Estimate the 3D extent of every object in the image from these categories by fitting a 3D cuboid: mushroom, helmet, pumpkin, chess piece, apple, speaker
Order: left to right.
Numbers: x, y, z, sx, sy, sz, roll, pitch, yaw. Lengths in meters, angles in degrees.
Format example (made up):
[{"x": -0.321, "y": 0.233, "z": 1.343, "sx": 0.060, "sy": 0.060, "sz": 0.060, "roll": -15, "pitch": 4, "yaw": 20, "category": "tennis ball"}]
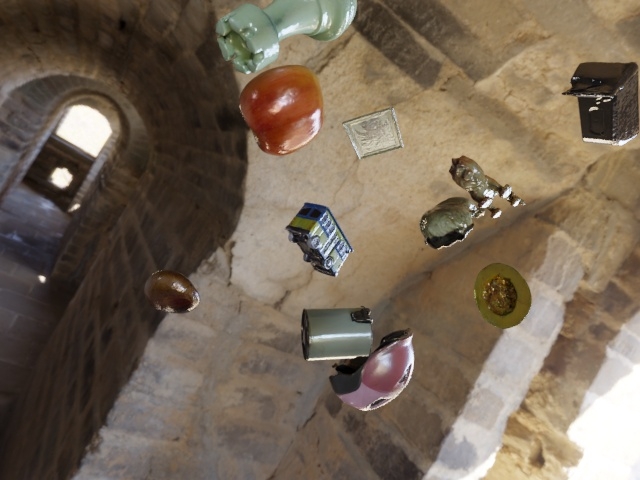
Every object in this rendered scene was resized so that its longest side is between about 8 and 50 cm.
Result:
[{"x": -0.311, "y": 0.114, "z": 0.892, "sx": 0.123, "sy": 0.123, "sz": 0.052, "roll": 31, "pitch": 40, "yaw": -11, "category": "mushroom"}, {"x": -0.078, "y": -0.484, "z": 0.926, "sx": 0.195, "sy": 0.299, "sz": 0.194, "roll": 34, "pitch": -28, "yaw": 21, "category": "chess piece"}, {"x": -0.099, "y": -0.378, "z": 1.236, "sx": 0.242, "sy": 0.241, "sz": 0.242, "roll": 63, "pitch": -1, "yaw": 3, "category": "apple"}, {"x": 0.149, "y": 0.349, "z": 1.116, "sx": 0.154, "sy": 0.254, "sz": 0.198, "roll": 68, "pitch": 18, "yaw": 7, "category": "helmet"}, {"x": 0.473, "y": -0.084, "z": 1.550, "sx": 0.130, "sy": 0.248, "sz": 0.344, "roll": 58, "pitch": 36, "yaw": -2, "category": "mushroom"}, {"x": 0.627, "y": 0.181, "z": 1.436, "sx": 0.110, "sy": 0.217, "sz": 0.217, "roll": -2, "pitch": 20, "yaw": -37, "category": "pumpkin"}, {"x": 0.953, "y": -0.438, "z": 1.456, "sx": 0.180, "sy": 0.184, "sz": 0.388, "roll": 23, "pitch": -12, "yaw": 43, "category": "speaker"}]

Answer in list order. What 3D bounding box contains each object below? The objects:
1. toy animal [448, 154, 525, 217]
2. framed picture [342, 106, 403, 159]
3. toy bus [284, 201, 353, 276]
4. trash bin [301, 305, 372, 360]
[{"x": 0.458, "y": -0.155, "z": 1.202, "sx": 0.312, "sy": 0.097, "sz": 0.157, "roll": 9, "pitch": 40, "yaw": -54, "category": "toy animal"}, {"x": 0.187, "y": -0.363, "z": 1.477, "sx": 0.173, "sy": 0.010, "sz": 0.231, "roll": -14, "pitch": -26, "yaw": 16, "category": "framed picture"}, {"x": 0.000, "y": 0.000, "z": 1.745, "sx": 0.138, "sy": 0.175, "sz": 0.287, "roll": 14, "pitch": -31, "yaw": 40, "category": "toy bus"}, {"x": 0.061, "y": 0.389, "z": 1.799, "sx": 0.263, "sy": 0.277, "sz": 0.217, "roll": 0, "pitch": 43, "yaw": -11, "category": "trash bin"}]
